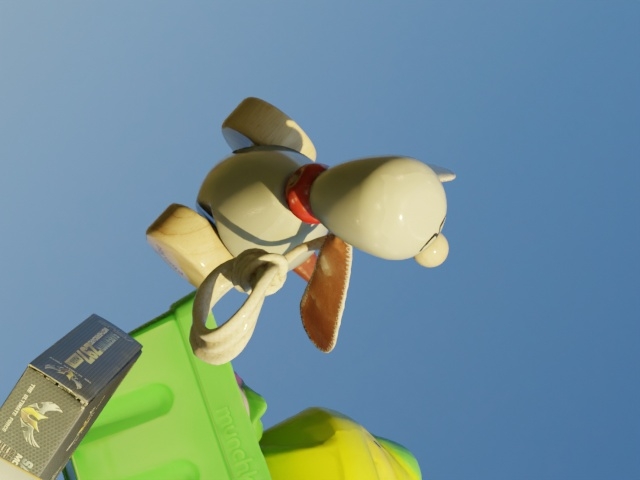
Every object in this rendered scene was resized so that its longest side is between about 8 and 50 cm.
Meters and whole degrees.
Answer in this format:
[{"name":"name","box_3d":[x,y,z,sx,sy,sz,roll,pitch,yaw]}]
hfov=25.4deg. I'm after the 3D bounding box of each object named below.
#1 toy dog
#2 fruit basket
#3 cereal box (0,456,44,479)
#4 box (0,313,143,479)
[{"name":"toy dog","box_3d":[0.000,0.000,1.106,0.220,0.161,0.334,-45,-154,4]},{"name":"fruit basket","box_3d":[-0.052,0.250,1.388,0.283,0.392,0.392,103,4,-59]},{"name":"cereal box","box_3d":[-0.242,0.173,0.613,0.240,0.173,0.047,-57,171,-35]},{"name":"box","box_3d":[-0.243,0.181,1.138,0.233,0.059,0.183,-56,179,11]}]
